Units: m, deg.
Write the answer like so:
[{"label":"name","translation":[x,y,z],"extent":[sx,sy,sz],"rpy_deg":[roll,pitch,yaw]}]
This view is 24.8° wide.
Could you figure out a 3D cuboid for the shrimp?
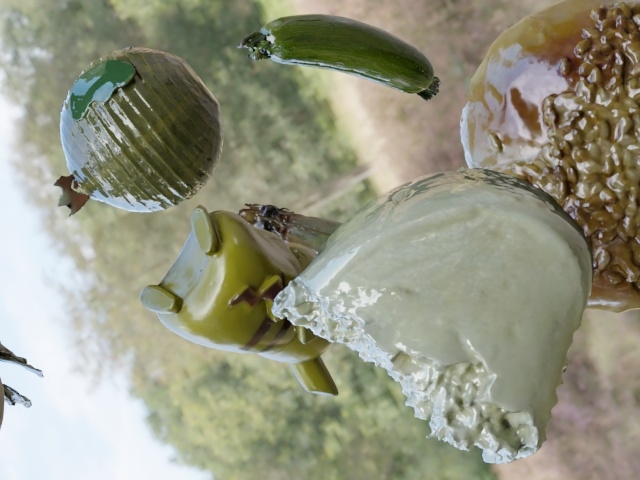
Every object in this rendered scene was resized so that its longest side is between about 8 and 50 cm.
[{"label":"shrimp","translation":[-0.001,0.001,2.089],"extent":[0.145,0.267,0.061],"rpy_deg":[173,110,-67]}]

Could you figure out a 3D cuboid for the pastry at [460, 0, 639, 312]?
[{"label":"pastry","translation":[0.366,-0.109,1.803],"extent":[0.410,0.409,0.245],"rpy_deg":[62,-179,0]}]

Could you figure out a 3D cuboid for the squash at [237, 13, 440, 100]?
[{"label":"squash","translation":[0.041,-0.245,1.883],"extent":[0.318,0.080,0.071],"rpy_deg":[10,-119,-32]}]

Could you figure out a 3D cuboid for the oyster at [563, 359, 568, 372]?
[{"label":"oyster","translation":[0.256,0.184,2.454],"extent":[0.198,0.337,0.133],"rpy_deg":[59,-141,-51]}]

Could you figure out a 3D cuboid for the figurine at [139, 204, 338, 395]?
[{"label":"figurine","translation":[-0.055,0.065,1.816],"extent":[0.169,0.218,0.326],"rpy_deg":[44,-164,33]}]

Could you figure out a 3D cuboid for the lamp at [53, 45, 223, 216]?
[{"label":"lamp","translation":[-0.279,-0.143,2.143],"extent":[0.250,0.284,0.250],"rpy_deg":[47,-177,-3]}]

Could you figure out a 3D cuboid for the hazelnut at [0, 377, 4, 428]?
[{"label":"hazelnut","translation":[-0.454,0.175,1.605],"extent":[0.212,0.181,0.181],"rpy_deg":[20,178,-9]}]

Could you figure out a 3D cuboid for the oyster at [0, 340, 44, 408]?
[{"label":"oyster","translation":[-0.597,0.161,2.262],"extent":[0.351,0.162,0.158],"rpy_deg":[24,-120,-29]}]

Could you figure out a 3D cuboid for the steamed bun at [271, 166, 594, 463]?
[{"label":"steamed bun","translation":[0.100,0.051,1.364],"extent":[0.272,0.274,0.290],"rpy_deg":[20,-179,-7]}]
